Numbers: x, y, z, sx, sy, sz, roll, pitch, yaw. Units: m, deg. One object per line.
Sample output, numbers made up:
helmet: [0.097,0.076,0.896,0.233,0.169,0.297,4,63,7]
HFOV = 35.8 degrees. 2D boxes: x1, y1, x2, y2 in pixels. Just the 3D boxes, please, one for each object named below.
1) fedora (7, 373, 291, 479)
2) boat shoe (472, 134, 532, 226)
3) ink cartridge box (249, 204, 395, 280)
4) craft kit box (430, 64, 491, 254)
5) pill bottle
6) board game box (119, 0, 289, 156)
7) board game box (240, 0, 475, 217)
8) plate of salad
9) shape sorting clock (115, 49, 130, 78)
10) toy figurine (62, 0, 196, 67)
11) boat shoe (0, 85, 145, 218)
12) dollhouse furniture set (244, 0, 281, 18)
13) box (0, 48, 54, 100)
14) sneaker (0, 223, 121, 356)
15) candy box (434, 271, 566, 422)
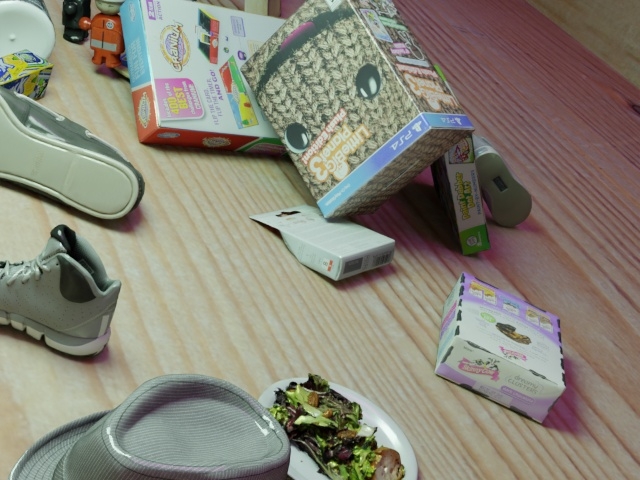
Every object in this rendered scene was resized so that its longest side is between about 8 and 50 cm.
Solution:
fedora: [-0.132,0.208,0.899,0.275,0.124,0.243,2,35,-39]
boat shoe: [0.319,-0.113,1.802,0.227,0.079,0.081,50,15,-45]
ink cartridge box: [0.000,0.000,1.492,0.179,0.045,0.145,21,22,33]
craft kit box: [0.225,-0.143,1.713,0.061,0.246,0.250,-12,32,0]
pill bottle: [-0.510,-0.374,1.588,0.130,0.130,0.245,8,32,-32]
board game box: [-0.163,-0.270,1.641,0.316,0.064,0.242,2,70,-39]
board game box: [0.052,-0.219,1.539,0.141,0.232,0.291,-7,62,-54]
plate of salad: [0.023,0.215,1.105,0.200,0.048,0.200,20,28,-11]
shape sorting clock: [-0.276,-0.309,1.769,0.206,0.040,0.206,10,28,-5]
toy figurine: [-0.332,-0.402,1.717,0.209,0.148,0.213,-9,33,-33]
boat shoe: [-0.388,-0.128,1.304,0.335,0.112,0.095,28,9,-8]
dollhouse furniture set: [-0.290,-0.616,2.184,0.394,0.256,0.362,6,26,7]
box: [-0.463,-0.229,1.449,0.054,0.059,0.169,28,27,5]
sneaker: [-0.317,0.027,1.047,0.229,0.132,0.086,20,28,-13]
candy box: [0.254,0.146,1.400,0.165,0.070,0.196,26,27,-1]
